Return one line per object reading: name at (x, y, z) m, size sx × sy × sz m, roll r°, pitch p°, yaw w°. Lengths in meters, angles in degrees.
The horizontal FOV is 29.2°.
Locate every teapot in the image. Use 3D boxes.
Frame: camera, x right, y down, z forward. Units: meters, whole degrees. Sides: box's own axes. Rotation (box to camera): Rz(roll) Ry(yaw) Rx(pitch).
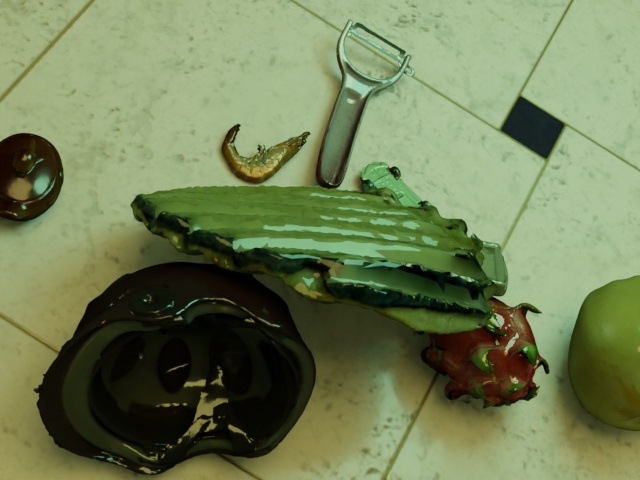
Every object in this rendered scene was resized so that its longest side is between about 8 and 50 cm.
teapot at (-0.362, -0.078, 1.488) m, size 0.098 × 0.078 × 0.129 m, roll 19°, pitch 57°, yaw -8°

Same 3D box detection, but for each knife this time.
knife at (0.048, -0.171, 1.702) m, size 0.123 × 0.053 × 0.278 m, roll 26°, pitch 58°, yaw -11°

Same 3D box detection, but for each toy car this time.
toy car at (0.100, -0.056, 1.666) m, size 0.059 × 0.035 × 0.122 m, roll -29°, pitch 66°, yaw -30°

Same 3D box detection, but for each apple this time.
apple at (0.408, 0.145, 1.573) m, size 0.200 × 0.200 × 0.200 m, roll 9°, pitch 59°, yaw -15°

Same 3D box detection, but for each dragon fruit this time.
dragon fruit at (0.187, 0.113, 1.550) m, size 0.137 × 0.135 × 0.236 m, roll -14°, pitch 44°, yaw -35°

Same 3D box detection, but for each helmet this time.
helmet at (-0.164, 0.120, 1.373) m, size 0.305 × 0.225 × 0.177 m, roll 3°, pitch 35°, yaw -14°

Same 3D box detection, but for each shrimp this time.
shrimp at (-0.072, -0.129, 1.652) m, size 0.127 × 0.025 × 0.091 m, roll -29°, pitch 73°, yaw -28°

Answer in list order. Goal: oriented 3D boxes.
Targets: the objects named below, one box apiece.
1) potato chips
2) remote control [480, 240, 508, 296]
potato chips at (0.000, 0.000, 1.436) m, size 0.429 × 0.070 × 0.358 m, roll 4°, pitch 21°, yaw -23°
remote control at (0.097, 0.019, 1.556) m, size 0.285 × 0.038 × 0.123 m, roll 9°, pitch 26°, yaw -1°
